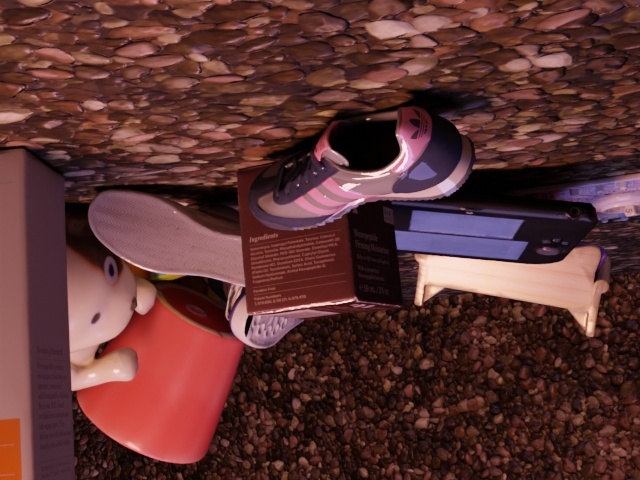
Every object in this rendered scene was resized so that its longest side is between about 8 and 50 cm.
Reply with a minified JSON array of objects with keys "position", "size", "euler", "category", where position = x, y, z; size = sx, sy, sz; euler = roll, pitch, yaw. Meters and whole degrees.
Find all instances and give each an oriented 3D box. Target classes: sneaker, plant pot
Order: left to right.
[{"position":[-0.272,0.226,1.806],"size":[0.275,0.243,0.275],"euler":[27,-169,-6],"category":"plant pot"},{"position":[-0.208,-0.011,1.492],"size":[0.292,0.108,0.169],"euler":[20,-172,-17],"category":"sneaker"},{"position":[-0.158,0.084,1.818],"size":[0.236,0.130,0.323],"euler":[22,-166,18],"category":"sneaker"},{"position":[0.016,-0.096,1.175],"size":[0.319,0.112,0.131],"euler":[-15,150,35],"category":"sneaker"}]

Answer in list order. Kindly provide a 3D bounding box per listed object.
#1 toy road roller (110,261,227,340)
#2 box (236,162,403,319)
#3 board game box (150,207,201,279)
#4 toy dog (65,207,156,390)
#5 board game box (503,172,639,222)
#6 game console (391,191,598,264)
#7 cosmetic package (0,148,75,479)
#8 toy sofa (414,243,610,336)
[{"position":[-0.340,0.122,2.027],"size":[0.329,0.203,0.240],"euler":[-16,154,32],"category":"toy road roller"},{"position":[0.000,0.000,1.374],"size":[0.167,0.203,0.168],"euler":[-9,170,26],"category":"box"},{"position":[-0.227,0.008,1.664],"size":[0.043,0.092,0.181],"euler":[3,168,-37],"category":"board game box"},{"position":[-0.449,0.081,1.611],"size":[0.395,0.285,0.408],"euler":[38,151,-24],"category":"toy dog"},{"position":[0.550,-0.058,1.793],"size":[0.389,0.050,0.390],"euler":[-7,171,16],"category":"board game box"},{"position":[0.231,-0.021,1.632],"size":[0.386,0.060,0.342],"euler":[5,172,4],"category":"game console"},{"position":[-0.431,0.134,1.189],"size":[0.230,0.453,0.161],"euler":[-5,171,2],"category":"cosmetic package"},{"position":[0.369,0.050,1.909],"size":[0.362,0.177,0.150],"euler":[9,-162,15],"category":"toy sofa"}]
